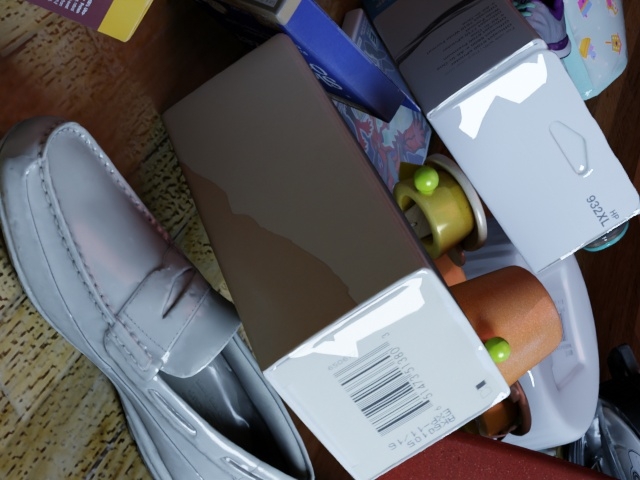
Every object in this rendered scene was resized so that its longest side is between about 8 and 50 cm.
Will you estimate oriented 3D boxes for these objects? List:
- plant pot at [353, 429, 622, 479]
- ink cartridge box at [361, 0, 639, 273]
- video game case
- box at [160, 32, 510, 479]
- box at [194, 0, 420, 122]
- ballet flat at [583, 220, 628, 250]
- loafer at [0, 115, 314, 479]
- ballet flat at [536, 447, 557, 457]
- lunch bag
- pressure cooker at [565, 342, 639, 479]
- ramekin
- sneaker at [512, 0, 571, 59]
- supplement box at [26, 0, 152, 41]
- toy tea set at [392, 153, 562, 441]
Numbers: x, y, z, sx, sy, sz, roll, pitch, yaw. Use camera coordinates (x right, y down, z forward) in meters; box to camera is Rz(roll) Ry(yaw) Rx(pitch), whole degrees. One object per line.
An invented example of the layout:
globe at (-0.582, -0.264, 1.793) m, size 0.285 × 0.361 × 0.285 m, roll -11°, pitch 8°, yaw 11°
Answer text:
plant pot at (0.154, 0.313, 0.991) m, size 0.267 × 0.235 × 0.267 m, roll 73°, pitch 21°, yaw -56°
ink cartridge box at (0.175, -0.146, 1.264) m, size 0.223 × 0.129 × 0.307 m, roll 51°, pitch 11°, yaw -31°
video game case at (0.057, -0.110, 1.289) m, size 0.183 × 0.023 × 0.201 m, roll 55°, pitch 35°, yaw -37°
box at (0.000, 0.000, 0.885) m, size 0.148 × 0.121 × 0.311 m, roll 53°, pitch 6°, yaw -39°
box at (-0.016, -0.165, 1.060) m, size 0.225 × 0.136 × 0.036 m, roll 34°, pitch 85°, yaw -52°
ballet flat at (0.409, -0.063, 1.868) m, size 0.096 × 0.095 × 0.280 m, roll 63°, pitch 19°, yaw -7°
loafer at (-0.103, 0.053, 0.827) m, size 0.319 × 0.111 × 0.112 m, roll 61°, pitch 34°, yaw -27°
ballet flat at (0.282, 0.339, 1.477) m, size 0.072 × 0.068 × 0.213 m, roll -48°, pitch 122°, yaw -57°
lunch bag at (0.340, -0.339, 1.770) m, size 0.223 × 0.160 × 0.262 m, roll 65°, pitch 25°, yaw -25°
pressure cooker at (0.539, 0.320, 1.613) m, size 0.370 × 0.420 × 0.376 m, roll -118°, pitch -171°, yaw -60°
ramekin at (0.201, 0.102, 1.352) m, size 0.277 × 0.135 × 0.277 m, roll 34°, pitch 49°, yaw -53°
sneaker at (0.236, -0.264, 1.571) m, size 0.223 × 0.083 × 0.098 m, roll -25°, pitch 117°, yaw -45°
supplement box at (-0.163, -0.258, 0.735) m, size 0.194 × 0.129 × 0.191 m, roll 21°, pitch 54°, yaw -19°
toy tea set at (0.089, 0.091, 1.059) m, size 0.200 × 0.124 × 0.336 m, roll 54°, pitch -19°, yaw 28°
